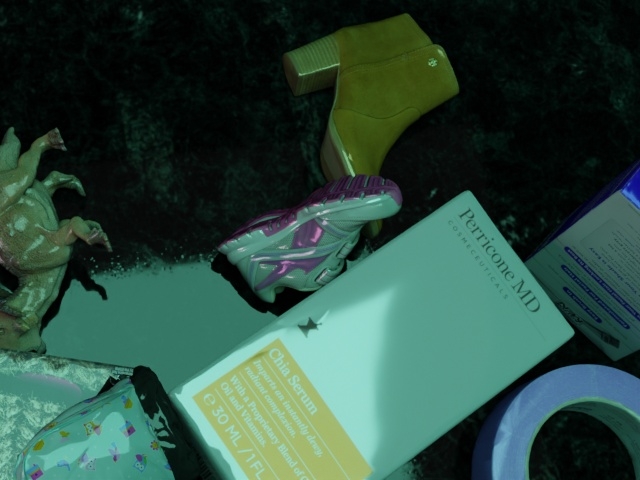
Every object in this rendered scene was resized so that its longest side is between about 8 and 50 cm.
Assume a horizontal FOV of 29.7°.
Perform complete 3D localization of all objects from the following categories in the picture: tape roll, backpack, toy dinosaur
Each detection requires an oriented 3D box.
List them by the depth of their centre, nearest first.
[{"bbox_3d":[-0.233,0.227,1.266,0.182,0.115,0.152,-25,83,-15],"label":"backpack"},{"bbox_3d":[-0.374,-0.014,1.460,0.200,0.127,0.296,-24,74,-10],"label":"toy dinosaur"},{"bbox_3d":[0.333,0.299,1.525,0.274,0.090,0.275,3,73,-11],"label":"tape roll"}]

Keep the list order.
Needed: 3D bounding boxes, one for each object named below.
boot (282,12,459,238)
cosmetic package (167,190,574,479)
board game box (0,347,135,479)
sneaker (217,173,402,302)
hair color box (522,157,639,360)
[{"bbox_3d":[0.095,-0.163,1.605,0.211,0.104,0.295,-18,74,-16],"label":"boot"},{"bbox_3d":[0.055,0.163,1.470,0.453,0.161,0.230,-34,83,-19],"label":"cosmetic package"},{"bbox_3d":[-0.332,0.282,1.365,0.232,0.141,0.291,9,72,-9],"label":"board game box"},{"bbox_3d":[0.000,0.000,1.504,0.111,0.252,0.103,62,30,-11],"label":"sneaker"},{"bbox_3d":[0.392,0.022,1.485,0.185,0.339,0.110,43,69,3],"label":"hair color box"}]
